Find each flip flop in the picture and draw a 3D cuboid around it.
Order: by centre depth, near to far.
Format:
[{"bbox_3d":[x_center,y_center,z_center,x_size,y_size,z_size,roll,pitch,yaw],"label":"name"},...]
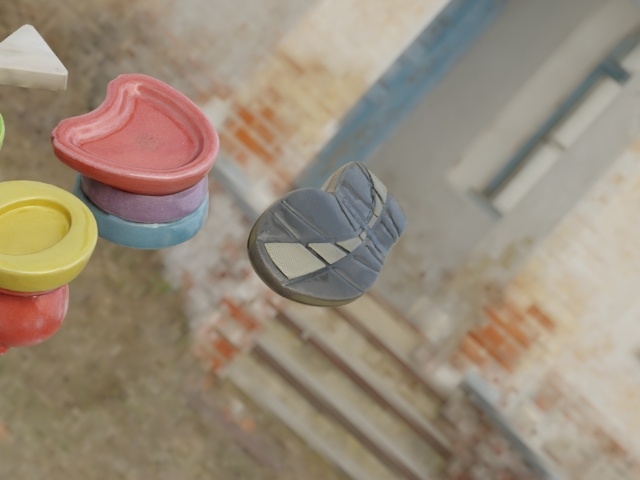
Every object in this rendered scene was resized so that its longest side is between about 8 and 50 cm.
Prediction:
[{"bbox_3d":[0.000,0.000,1.659,0.112,0.080,0.277,54,24,-4],"label":"flip flop"}]

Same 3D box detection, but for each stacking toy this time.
[{"bbox_3d":[-0.266,-0.047,1.702,0.279,0.309,0.130,33,-46,22],"label":"stacking toy"}]
